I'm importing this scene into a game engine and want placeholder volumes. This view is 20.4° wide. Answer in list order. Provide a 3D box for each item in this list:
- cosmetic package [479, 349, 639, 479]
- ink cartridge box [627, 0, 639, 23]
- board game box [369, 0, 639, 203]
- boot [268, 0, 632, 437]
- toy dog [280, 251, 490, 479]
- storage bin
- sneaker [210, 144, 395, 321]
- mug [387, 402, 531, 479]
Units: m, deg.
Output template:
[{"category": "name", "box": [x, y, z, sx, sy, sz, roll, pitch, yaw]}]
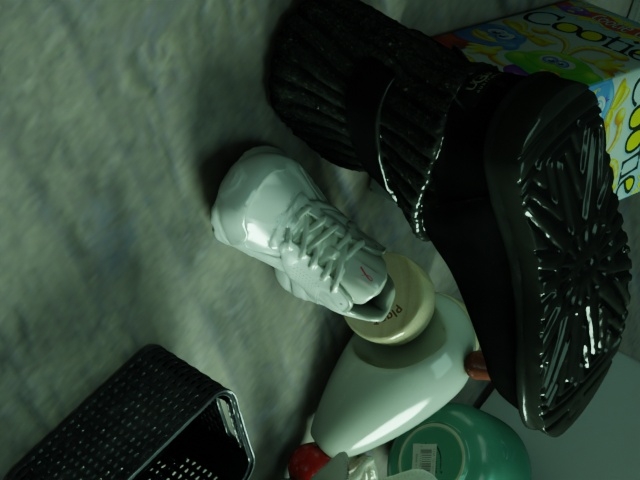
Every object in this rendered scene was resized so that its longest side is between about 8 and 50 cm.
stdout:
[{"category": "cosmetic package", "box": [0.324, 0.363, 1.954, 0.327, 0.329, 0.394, -50, 147, -15]}, {"category": "ink cartridge box", "box": [0.420, -0.225, 1.781, 0.127, 0.176, 0.128, -7, 119, -52]}, {"category": "board game box", "box": [0.194, -0.110, 1.588, 0.275, 0.144, 0.142, -21, 130, -47]}, {"category": "boot", "box": [0.103, -0.024, 1.407, 0.131, 0.260, 0.348, -38, 134, -33]}, {"category": "toy dog", "box": [0.066, 0.180, 1.612, 0.220, 0.161, 0.334, -6, 118, -52]}, {"category": "storage bin", "box": [-0.148, 0.186, 1.394, 0.180, 0.084, 0.122, -44, 144, -26]}, {"category": "sneaker", "box": [0.000, 0.000, 1.427, 0.090, 0.115, 0.232, -59, 148, -4]}, {"category": "mug", "box": [0.139, 0.235, 1.760, 0.129, 0.158, 0.097, -49, 145, 8]}]
